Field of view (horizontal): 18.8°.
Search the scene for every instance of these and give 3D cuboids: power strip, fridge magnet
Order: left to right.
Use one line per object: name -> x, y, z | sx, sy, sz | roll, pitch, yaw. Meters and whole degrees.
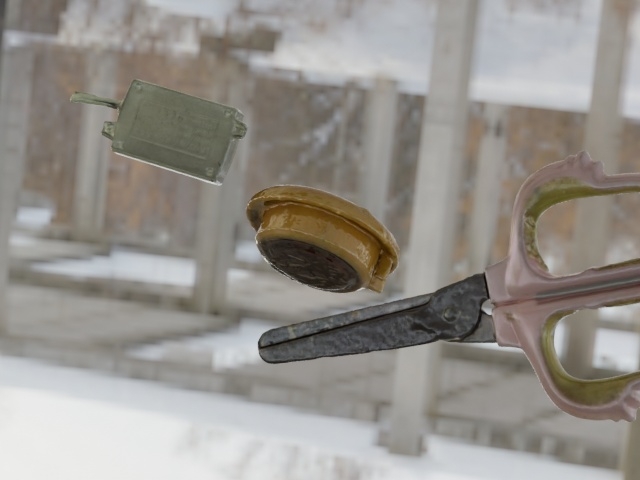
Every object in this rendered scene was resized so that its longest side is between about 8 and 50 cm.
power strip -> -0.155, -0.109, 1.813 | 0.175, 0.075, 0.042 | 18, 179, 8
fridge magnet -> 0.000, 0.000, 1.684 | 0.143, 0.063, 0.143 | 17, 157, 8

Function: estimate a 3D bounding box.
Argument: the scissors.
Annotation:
scissors -> 0.104, 0.038, 1.150 | 0.318, 0.160, 0.024 | -11, 177, 24
